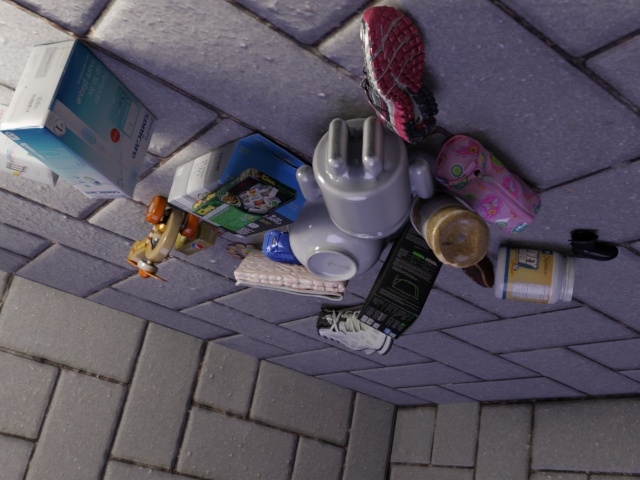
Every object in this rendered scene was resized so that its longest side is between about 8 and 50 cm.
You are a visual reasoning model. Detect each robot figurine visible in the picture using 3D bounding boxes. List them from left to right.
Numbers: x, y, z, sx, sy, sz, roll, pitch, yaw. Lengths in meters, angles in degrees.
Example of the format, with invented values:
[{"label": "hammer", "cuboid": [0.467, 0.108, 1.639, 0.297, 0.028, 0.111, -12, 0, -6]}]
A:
[{"label": "robot figurine", "cuboid": [0.099, -0.128, 1.542, 0.299, 0.200, 0.353, 2, 156, 12]}]

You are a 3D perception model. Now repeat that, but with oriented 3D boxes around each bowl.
[{"label": "bowl", "cuboid": [0.039, 0.019, 1.926, 0.297, 0.134, 0.298, 8, 145, 6]}]

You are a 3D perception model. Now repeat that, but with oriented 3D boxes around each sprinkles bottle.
[{"label": "sprinkles bottle", "cuboid": [0.276, -0.037, 1.557, 0.121, 0.121, 0.355, 12, -169, -3]}]

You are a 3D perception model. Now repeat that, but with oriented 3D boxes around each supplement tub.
[{"label": "supplement tub", "cuboid": [0.576, 0.095, 1.912, 0.199, 0.145, 0.144, 5, 157, 14]}]

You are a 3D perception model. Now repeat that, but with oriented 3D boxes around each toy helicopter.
[{"label": "toy helicopter", "cuboid": [-0.512, 0.026, 2.148, 0.140, 0.235, 0.355, 23, 155, -27]}]

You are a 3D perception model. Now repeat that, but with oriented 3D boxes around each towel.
[{"label": "towel", "cuboid": [-0.073, 0.097, 2.131, 0.331, 0.054, 0.317, 8, -167, 4]}]

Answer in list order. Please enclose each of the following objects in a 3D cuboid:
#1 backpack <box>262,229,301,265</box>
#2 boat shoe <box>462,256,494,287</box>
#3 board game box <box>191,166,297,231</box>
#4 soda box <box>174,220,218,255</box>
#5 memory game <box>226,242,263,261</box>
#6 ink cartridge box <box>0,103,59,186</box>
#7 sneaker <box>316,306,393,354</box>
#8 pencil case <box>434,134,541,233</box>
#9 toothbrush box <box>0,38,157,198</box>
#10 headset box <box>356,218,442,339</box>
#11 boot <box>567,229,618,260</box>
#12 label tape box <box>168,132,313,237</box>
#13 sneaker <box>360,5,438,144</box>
[{"label": "backpack", "cuboid": [-0.113, 0.011, 2.105, 0.120, 0.098, 0.101, 5, 160, 25]}, {"label": "boat shoe", "cuboid": [0.441, 0.072, 2.024, 0.073, 0.073, 0.207, -2, 147, 32]}, {"label": "board game box", "cuboid": [-0.188, -0.094, 1.705, 0.136, 0.030, 0.259, 24, 148, -34]}, {"label": "soda box", "cuboid": [-0.396, -0.004, 2.246, 0.058, 0.061, 0.181, 24, 154, -30]}, {"label": "memory game", "cuboid": [-0.225, 0.050, 2.356, 0.186, 0.012, 0.186, 9, 157, 4]}, {"label": "ink cartridge box", "cuboid": [-0.738, -0.238, 1.774, 0.176, 0.128, 0.127, 17, 157, -11]}, {"label": "sneaker", "cuboid": [0.121, 0.329, 2.644, 0.257, 0.169, 0.447, 13, 160, -9]}, {"label": "pencil case", "cuboid": [0.367, -0.117, 1.541, 0.124, 0.124, 0.284, -11, 149, 42]}, {"label": "toothbrush box", "cuboid": [-0.508, -0.250, 1.525, 0.126, 0.217, 0.295, 1, 155, 23]}, {"label": "headset box", "cuboid": [0.232, 0.092, 1.912, 0.131, 0.283, 0.246, 27, 156, 3]}, {"label": "boot", "cuboid": [0.692, 0.011, 1.792, 0.121, 0.045, 0.099, 3, 153, 22]}, {"label": "label tape box", "cuboid": [-0.185, -0.128, 1.792, 0.249, 0.115, 0.347, 29, 153, -36]}, {"label": "sneaker", "cuboid": [0.119, -0.291, 1.272, 0.112, 0.121, 0.299, 34, 163, 33]}]
